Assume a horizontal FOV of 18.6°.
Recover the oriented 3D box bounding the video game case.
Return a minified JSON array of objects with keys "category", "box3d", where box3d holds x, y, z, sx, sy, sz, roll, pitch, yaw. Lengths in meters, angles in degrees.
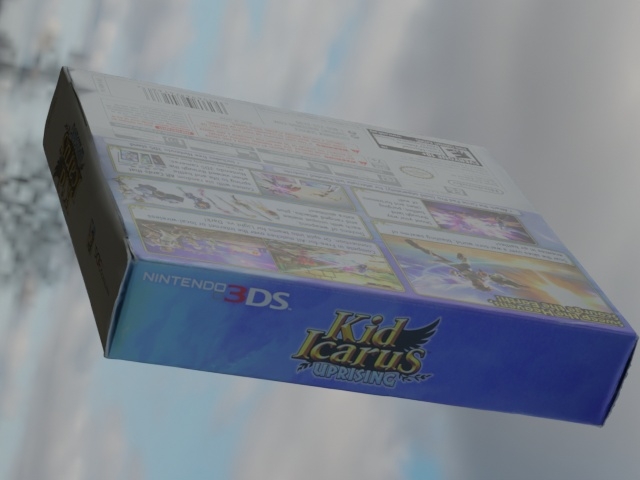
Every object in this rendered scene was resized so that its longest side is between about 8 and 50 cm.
[{"category":"video game case","box3d":[0.000,0.000,1.047,0.244,0.270,0.061,-120,-137,-61]}]
